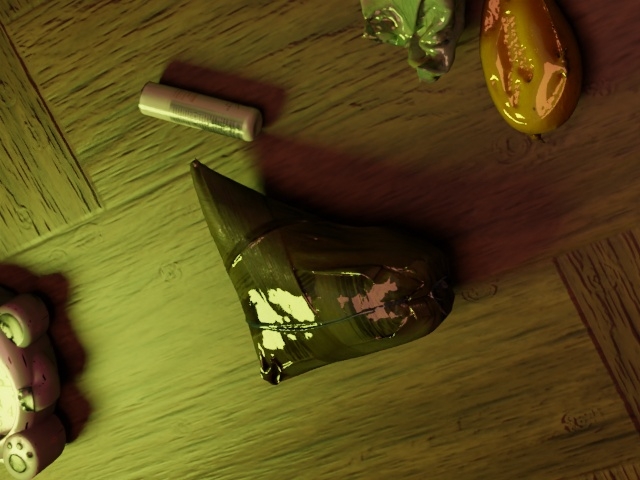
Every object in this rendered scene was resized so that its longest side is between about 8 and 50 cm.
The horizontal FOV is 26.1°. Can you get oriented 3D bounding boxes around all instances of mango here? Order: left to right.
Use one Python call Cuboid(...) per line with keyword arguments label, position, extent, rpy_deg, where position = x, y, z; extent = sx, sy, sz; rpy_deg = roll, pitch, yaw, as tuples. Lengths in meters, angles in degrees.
Cuboid(label="mango", position=(0.205, -0.187, 1.365), extent=(0.101, 0.066, 0.187), rpy_deg=(-8, 102, 36))

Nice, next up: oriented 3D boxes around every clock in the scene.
Cuboid(label="clock", position=(-0.442, 0.175, 1.808), extent=(0.227, 0.090, 0.248), rpy_deg=(12, 114, 20))

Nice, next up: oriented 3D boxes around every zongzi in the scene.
Cuboid(label="zongzi", position=(0.000, 0.000, 1.509), extent=(0.251, 0.125, 0.274), rpy_deg=(-20, 96, 31))

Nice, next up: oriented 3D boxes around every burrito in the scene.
Cuboid(label="burrito", position=(0.089, -0.273, 1.348), extent=(0.144, 0.089, 0.229), rpy_deg=(41, 150, 41))

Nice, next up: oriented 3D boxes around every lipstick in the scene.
Cuboid(label="lipstick", position=(-0.134, -0.145, 1.555), extent=(0.141, 0.040, 0.040), rpy_deg=(16, 117, 18))
